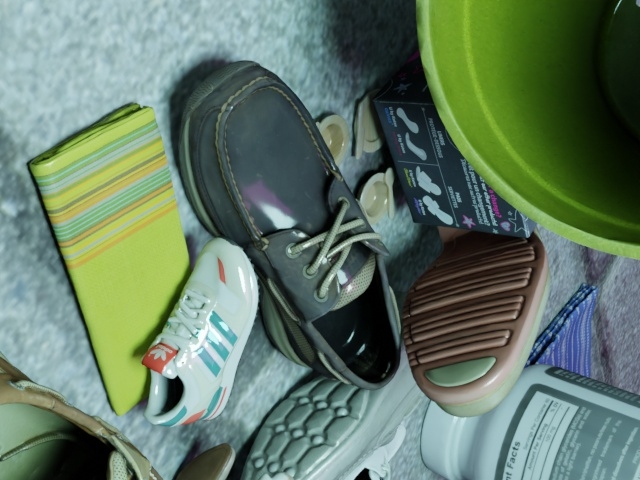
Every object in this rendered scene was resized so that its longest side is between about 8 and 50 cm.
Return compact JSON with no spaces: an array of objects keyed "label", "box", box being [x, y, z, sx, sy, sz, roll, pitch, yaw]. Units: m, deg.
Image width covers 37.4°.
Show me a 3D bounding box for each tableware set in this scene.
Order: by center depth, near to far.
[{"label":"tableware set","box":[0.030,-0.069,0.925,0.169,0.020,0.141,-28,127,-46]}]

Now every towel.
[{"label":"towel","box":[-0.148,0.020,0.726,0.102,0.021,0.237,-34,132,-34]},{"label":"towel","box":[0.363,0.251,1.511,0.336,0.040,0.243,-41,136,-37]}]

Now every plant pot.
[{"label":"plant pot","box":[0.312,-0.179,0.769,0.353,0.366,0.366,-9,112,-63]}]

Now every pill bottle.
[{"label":"pill bottle","box":[0.325,0.277,1.185,0.210,0.363,0.210,-26,125,-46]}]

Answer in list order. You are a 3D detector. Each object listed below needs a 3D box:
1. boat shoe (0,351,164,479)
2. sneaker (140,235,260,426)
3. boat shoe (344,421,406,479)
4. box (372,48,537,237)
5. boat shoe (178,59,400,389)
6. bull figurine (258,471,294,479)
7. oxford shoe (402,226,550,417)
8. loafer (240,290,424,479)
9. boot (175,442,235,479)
[{"label":"boat shoe","box":[-0.182,0.175,0.657,0.122,0.120,0.324,-58,143,-18]},{"label":"sneaker","box":[-0.100,0.077,0.747,0.075,0.057,0.161,-8,118,-54]},{"label":"boat shoe","box":[0.039,0.264,1.040,0.226,0.076,0.083,-32,130,-42]},{"label":"box","box":[0.193,-0.143,0.981,0.247,0.142,0.163,-49,132,-34]},{"label":"boat shoe","box":[0.000,0.000,0.805,0.132,0.130,0.355,-46,138,-19]},{"label":"bull figurine","box":[0.003,0.345,0.778,0.310,0.101,0.188,43,42,-7]},{"label":"oxford shoe","box":[0.183,0.068,0.970,0.146,0.140,0.397,68,26,-22]},{"label":"loafer","box":[0.039,0.179,0.972,0.319,0.112,0.111,-42,127,-36]},{"label":"boot","box":[-0.096,0.242,0.853,0.118,0.042,0.087,-44,127,7]}]
